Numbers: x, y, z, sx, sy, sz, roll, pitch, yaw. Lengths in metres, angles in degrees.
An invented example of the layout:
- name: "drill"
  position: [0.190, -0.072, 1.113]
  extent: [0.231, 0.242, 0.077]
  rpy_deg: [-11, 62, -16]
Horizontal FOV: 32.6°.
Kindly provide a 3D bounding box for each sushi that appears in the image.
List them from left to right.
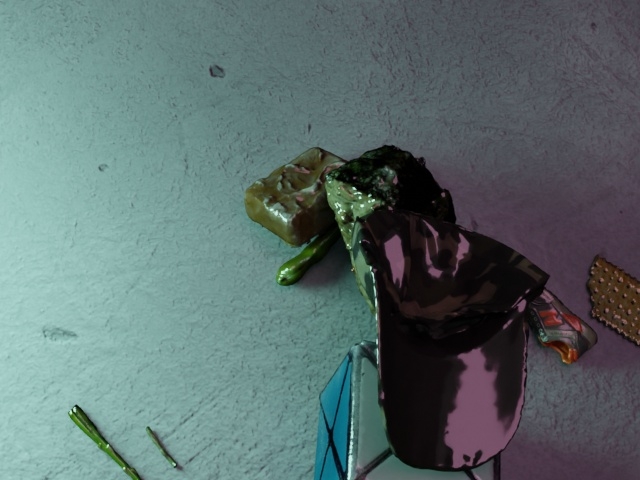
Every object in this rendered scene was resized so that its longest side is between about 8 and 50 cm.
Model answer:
- name: "sushi"
  position: [0.140, 0.008, 1.940]
  extent: [0.171, 0.211, 0.350]
  rpy_deg: [-42, 118, -36]

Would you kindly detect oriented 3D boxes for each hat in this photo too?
- name: "hat"
  position: [0.162, 0.146, 1.690]
  extent: [0.366, 0.257, 0.381]
  rpy_deg: [17, 87, -25]

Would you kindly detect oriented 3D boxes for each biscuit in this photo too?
- name: "biscuit"
  position: [0.606, 0.131, 2.153]
  extent: [0.203, 0.016, 0.144]
  rpy_deg: [32, 59, 2]

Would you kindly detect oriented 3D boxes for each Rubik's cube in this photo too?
- name: "Rubik's cube"
  position: [0.133, 0.337, 1.780]
  extent: [0.255, 0.259, 0.260]
  rpy_deg: [13, 56, -10]

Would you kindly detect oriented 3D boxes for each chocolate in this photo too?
- name: "chocolate"
  position: [-0.023, -0.091, 2.034]
  extent: [0.148, 0.093, 0.214]
  rpy_deg: [34, 58, 32]

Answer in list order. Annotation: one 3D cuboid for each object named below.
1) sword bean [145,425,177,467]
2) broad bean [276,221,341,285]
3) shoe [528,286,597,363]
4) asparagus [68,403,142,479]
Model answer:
- name: "sword bean"
  position: [-0.264, 0.341, 1.808]
  extent: [0.012, 0.012, 0.083]
  rpy_deg: [-34, 76, -28]
- name: "broad bean"
  position: [0.000, 0.001, 2.040]
  extent: [0.053, 0.052, 0.256]
  rpy_deg: [30, 56, 15]
- name: "shoe"
  position: [0.427, 0.153, 2.063]
  extent: [0.194, 0.074, 0.077]
  rpy_deg: [40, 65, 5]
- name: "asparagus"
  position: [-0.328, 0.355, 1.777]
  extent: [0.233, 0.022, 0.023]
  rpy_deg: [44, 16, 13]
